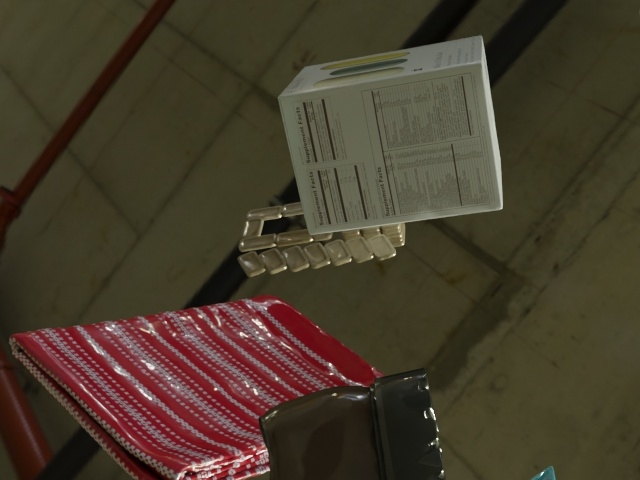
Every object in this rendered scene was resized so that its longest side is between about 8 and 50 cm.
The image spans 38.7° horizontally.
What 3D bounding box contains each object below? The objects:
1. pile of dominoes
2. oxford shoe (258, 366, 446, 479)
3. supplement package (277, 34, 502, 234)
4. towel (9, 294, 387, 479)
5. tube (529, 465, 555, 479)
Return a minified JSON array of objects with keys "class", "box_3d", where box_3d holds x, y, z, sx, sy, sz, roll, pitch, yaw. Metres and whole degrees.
[{"class":"pile of dominoes","box_3d":[0.000,0.000,1.373,0.251,0.040,0.196,-9,-149,12]},{"class":"oxford shoe","box_3d":[0.006,0.151,0.312,0.096,0.082,0.227,-8,-139,4]},{"class":"supplement package","box_3d":[0.105,-0.148,1.254,0.263,0.198,0.199,-8,-159,13]},{"class":"towel","box_3d":[-0.073,0.106,0.715,0.199,0.275,0.031,32,-67,34]},{"class":"tube","box_3d":[0.335,0.439,1.340,0.080,0.207,0.052,-25,-166,-24]}]
